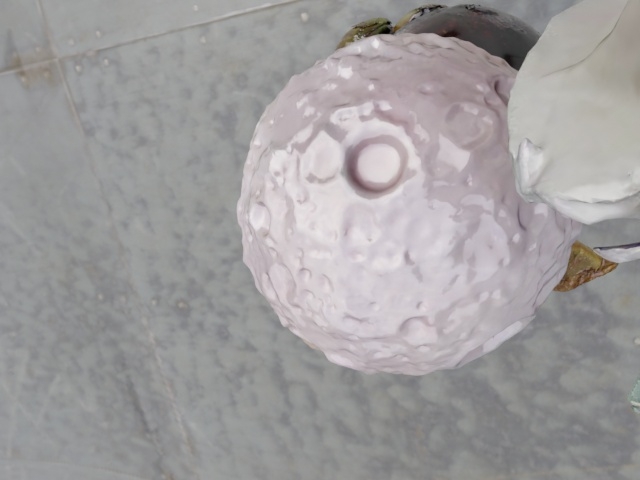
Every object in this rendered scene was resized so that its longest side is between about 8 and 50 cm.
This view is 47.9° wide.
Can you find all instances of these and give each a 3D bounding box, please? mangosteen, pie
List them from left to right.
[{"bbox_3d":[0.188,-0.208,1.202,0.421,0.381,0.380,22,124,14],"label":"mangosteen"},{"bbox_3d":[0.354,0.032,1.044,0.088,0.191,0.033,-54,40,15],"label":"pie"}]

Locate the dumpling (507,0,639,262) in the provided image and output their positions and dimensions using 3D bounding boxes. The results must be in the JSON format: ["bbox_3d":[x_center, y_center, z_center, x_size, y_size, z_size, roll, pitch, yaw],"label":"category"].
[{"bbox_3d":[0.207,-0.111,0.297,0.293,0.163,0.204,-23,61,13],"label":"dumpling"}]

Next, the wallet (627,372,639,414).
[{"bbox_3d":[0.804,0.311,1.397,0.360,0.252,0.083,23,150,42],"label":"wallet"}]

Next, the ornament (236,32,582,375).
[{"bbox_3d":[0.067,-0.017,0.546,0.225,0.259,0.259,57,134,22],"label":"ornament"}]
